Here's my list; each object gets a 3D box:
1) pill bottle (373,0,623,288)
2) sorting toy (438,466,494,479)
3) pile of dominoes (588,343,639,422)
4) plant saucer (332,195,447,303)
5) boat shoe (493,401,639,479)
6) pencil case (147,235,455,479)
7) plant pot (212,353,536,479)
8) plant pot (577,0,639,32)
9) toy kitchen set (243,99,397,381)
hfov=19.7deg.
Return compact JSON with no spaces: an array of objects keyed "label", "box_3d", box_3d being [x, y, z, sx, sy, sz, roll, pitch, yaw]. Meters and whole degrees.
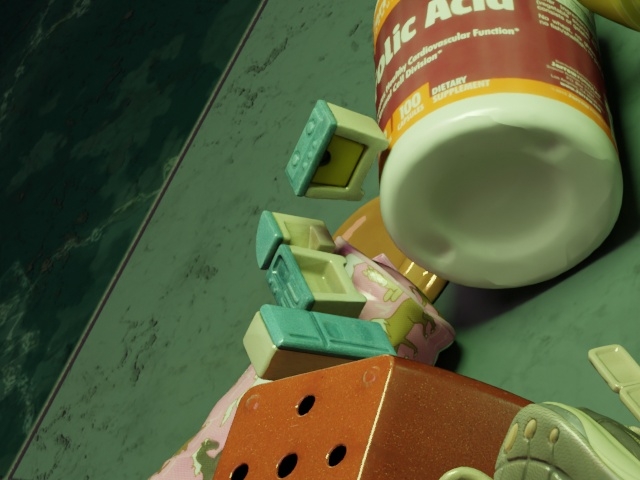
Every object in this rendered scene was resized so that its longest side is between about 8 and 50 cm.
[{"label":"pill bottle","box_3d":[0.163,-0.162,1.798,0.224,0.224,0.392,-33,35,26]},{"label":"sorting toy","box_3d":[0.128,0.341,1.311,0.229,0.041,0.307,35,116,27]},{"label":"pile of dominoes","box_3d":[0.331,0.131,1.378,0.196,0.040,0.251,-11,30,-13]},{"label":"plant saucer","box_3d":[0.061,0.021,1.915,0.200,0.037,0.200,-32,36,27]},{"label":"boat shoe","box_3d":[0.272,0.236,1.297,0.355,0.130,0.132,51,129,35]},{"label":"pencil case","box_3d":[-0.035,0.180,1.753,0.386,0.160,0.167,-51,48,-2]},{"label":"plant pot","box_3d":[0.048,0.241,1.501,0.267,0.236,0.267,-17,44,43]},{"label":"plant pot","box_3d":[0.377,-0.287,1.662,0.254,0.254,0.239,-52,45,-3]},{"label":"toy kitchen set","box_3d":[0.000,0.000,1.598,0.166,0.122,0.207,-64,33,28]}]
